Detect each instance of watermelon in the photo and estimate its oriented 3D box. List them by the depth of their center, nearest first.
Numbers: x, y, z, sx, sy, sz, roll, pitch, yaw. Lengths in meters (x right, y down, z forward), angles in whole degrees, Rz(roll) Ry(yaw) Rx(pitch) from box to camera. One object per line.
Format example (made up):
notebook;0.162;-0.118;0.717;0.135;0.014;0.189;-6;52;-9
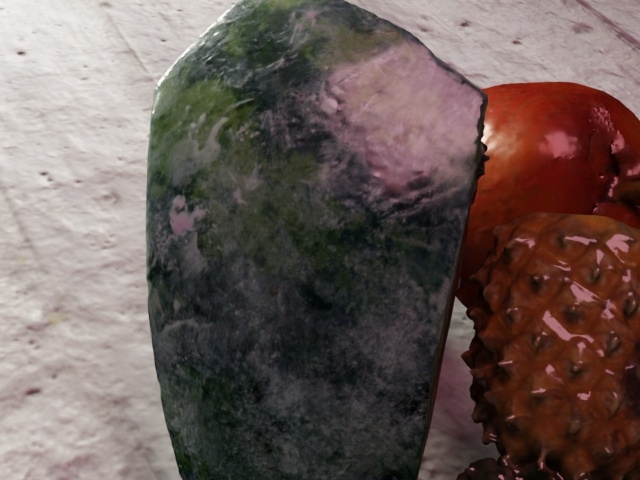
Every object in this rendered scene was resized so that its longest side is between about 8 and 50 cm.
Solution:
watermelon;0.010;0.009;0.884;0.228;0.387;0.258;3;1;14

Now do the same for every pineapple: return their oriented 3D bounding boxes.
pineapple;0.154;0.154;0.798;0.169;0.169;0.341;12;74;5

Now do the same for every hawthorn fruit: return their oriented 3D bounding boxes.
hawthorn fruit;0.200;-0.037;1.006;0.211;0.211;0.299;-22;6;-33
